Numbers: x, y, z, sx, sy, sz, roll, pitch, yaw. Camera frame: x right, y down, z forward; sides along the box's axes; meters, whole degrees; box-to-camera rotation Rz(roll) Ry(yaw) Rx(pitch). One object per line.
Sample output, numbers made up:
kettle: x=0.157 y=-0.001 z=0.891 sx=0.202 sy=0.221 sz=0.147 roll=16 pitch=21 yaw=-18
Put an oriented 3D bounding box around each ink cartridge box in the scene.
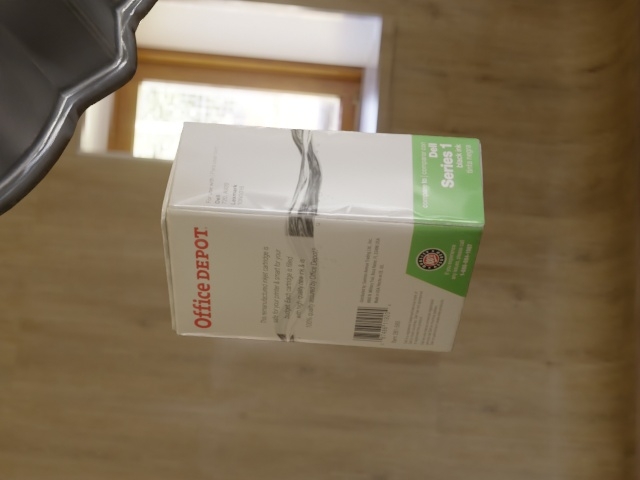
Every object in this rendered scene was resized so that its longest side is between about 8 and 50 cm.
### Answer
ink cartridge box: x=0.000 y=0.000 z=0.836 sx=0.160 sy=0.220 sz=0.092 roll=96 pitch=178 yaw=-51

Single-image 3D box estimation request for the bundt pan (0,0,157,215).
bundt pan: x=-0.229 y=-0.138 z=0.448 sx=0.124 sy=0.331 sz=0.330 roll=60 pitch=-151 yaw=-59
